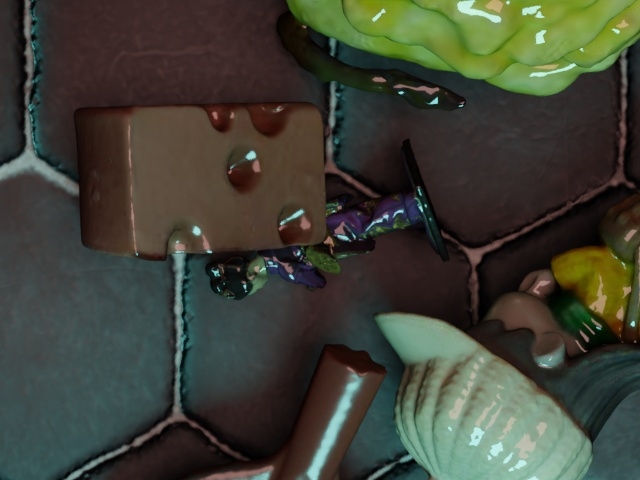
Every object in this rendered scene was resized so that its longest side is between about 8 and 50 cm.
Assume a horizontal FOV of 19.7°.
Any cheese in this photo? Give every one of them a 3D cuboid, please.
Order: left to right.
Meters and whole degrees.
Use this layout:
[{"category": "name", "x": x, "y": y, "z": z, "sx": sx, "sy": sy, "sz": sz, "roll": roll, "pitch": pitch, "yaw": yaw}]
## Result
[{"category": "cheese", "x": -0.116, "y": -0.043, "z": 1.436, "sx": 0.203, "sy": 0.177, "sz": 0.128, "roll": 1, "pitch": 95, "yaw": 16}]

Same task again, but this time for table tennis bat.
[{"category": "table tennis bat", "x": -0.052, "y": 0.277, "z": 1.529, "sx": 0.268, "sy": 0.051, "sz": 0.414, "roll": 22, "pitch": 103, "yaw": -7}]

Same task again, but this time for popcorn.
[{"category": "popcorn", "x": 0.102, "y": -0.250, "z": 1.428, "sx": 0.349, "sy": 0.349, "sz": 0.382, "roll": 43, "pitch": 126, "yaw": -8}]

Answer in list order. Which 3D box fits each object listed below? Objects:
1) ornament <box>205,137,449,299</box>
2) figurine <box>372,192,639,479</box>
[{"category": "ornament", "x": 0.006, "y": 0.005, "z": 1.544, "sx": 0.203, "sy": 0.088, "sz": 0.081, "roll": -27, "pitch": 121, "yaw": 7}, {"category": "figurine", "x": 0.213, "y": 0.097, "z": 1.519, "sx": 0.332, "sy": 0.185, "sz": 0.204, "roll": -23, "pitch": 62, "yaw": -1}]
